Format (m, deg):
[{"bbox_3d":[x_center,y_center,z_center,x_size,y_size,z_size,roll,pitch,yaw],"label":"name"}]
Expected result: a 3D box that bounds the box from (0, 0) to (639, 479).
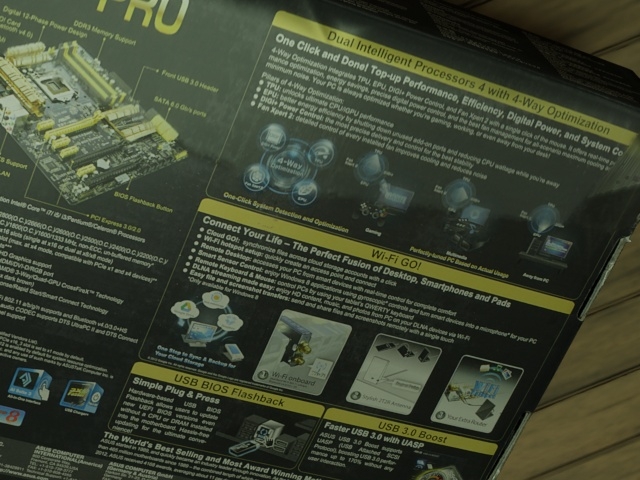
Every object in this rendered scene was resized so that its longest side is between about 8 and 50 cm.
[{"bbox_3d":[-0.050,0.004,0.804,0.395,0.097,0.318,15,115,-20],"label":"box"}]
